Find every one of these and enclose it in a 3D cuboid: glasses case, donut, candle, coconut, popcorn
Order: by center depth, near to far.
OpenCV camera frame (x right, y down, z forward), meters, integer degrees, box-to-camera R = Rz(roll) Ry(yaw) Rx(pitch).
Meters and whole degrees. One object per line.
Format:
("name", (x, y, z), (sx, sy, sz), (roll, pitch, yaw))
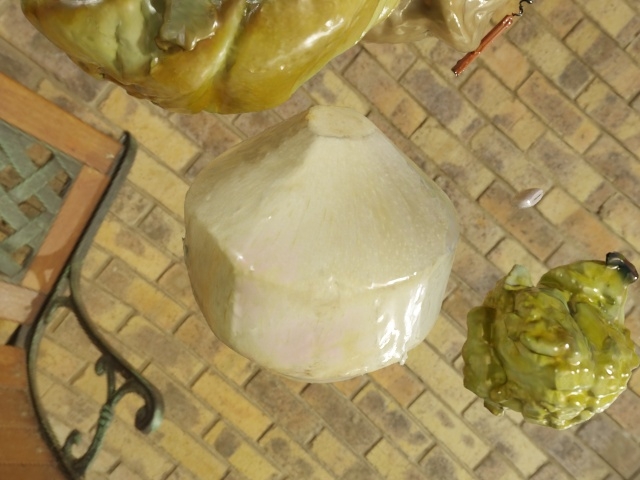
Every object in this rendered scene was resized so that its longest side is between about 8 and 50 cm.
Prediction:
("donut", (-0.098, -0.282, 0.450), (0.360, 0.360, 0.170), (42, 2, 8))
("coconut", (0.000, 0.000, 0.704), (0.352, 0.353, 0.352), (41, 5, -4))
("glasses case", (0.314, -0.064, 0.836), (0.083, 0.032, 0.021), (-28, 106, -51))
("popcorn", (0.373, 0.175, 0.934), (0.293, 0.293, 0.237), (42, -32, -1))
("candle", (0.292, -0.350, 0.943), (0.021, 0.167, 0.026), (42, 17, -13))

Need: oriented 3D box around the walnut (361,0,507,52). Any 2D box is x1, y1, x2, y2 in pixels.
("walnut", (0.131, -0.403, 0.668), (0.381, 0.381, 0.381), (41, 5, -4))
